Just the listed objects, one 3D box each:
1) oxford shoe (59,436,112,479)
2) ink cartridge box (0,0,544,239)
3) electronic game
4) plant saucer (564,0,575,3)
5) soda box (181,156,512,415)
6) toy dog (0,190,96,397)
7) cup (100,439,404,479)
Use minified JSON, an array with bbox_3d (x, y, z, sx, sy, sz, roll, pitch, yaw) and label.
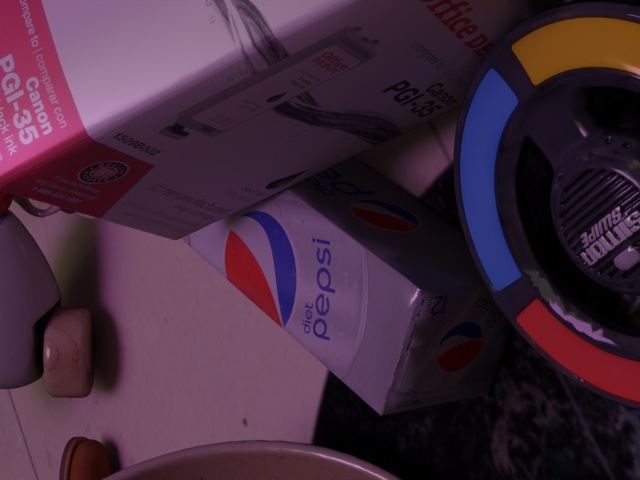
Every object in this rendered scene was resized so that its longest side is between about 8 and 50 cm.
[{"bbox_3d":[-0.176,0.269,1.186,0.076,0.076,0.212,-23,71,18],"label":"oxford shoe"},{"bbox_3d":[-0.031,-0.119,0.763,0.283,0.207,0.117,-24,73,18],"label":"ink cartridge box"},{"bbox_3d":[0.160,-0.014,0.708,0.229,0.048,0.229,26,128,38],"label":"electronic game"},{"bbox_3d":[0.207,-0.233,0.638,0.311,0.050,0.310,18,116,42],"label":"plant saucer"},{"bbox_3d":[0.000,0.000,0.906,0.286,0.098,0.091,38,122,42],"label":"soda box"},{"bbox_3d":[-0.280,-0.003,1.207,0.161,0.220,0.333,-108,37,-69],"label":"toy dog"},{"bbox_3d":[-0.047,0.328,0.862,0.331,0.331,0.237,39,149,42],"label":"cup"}]
